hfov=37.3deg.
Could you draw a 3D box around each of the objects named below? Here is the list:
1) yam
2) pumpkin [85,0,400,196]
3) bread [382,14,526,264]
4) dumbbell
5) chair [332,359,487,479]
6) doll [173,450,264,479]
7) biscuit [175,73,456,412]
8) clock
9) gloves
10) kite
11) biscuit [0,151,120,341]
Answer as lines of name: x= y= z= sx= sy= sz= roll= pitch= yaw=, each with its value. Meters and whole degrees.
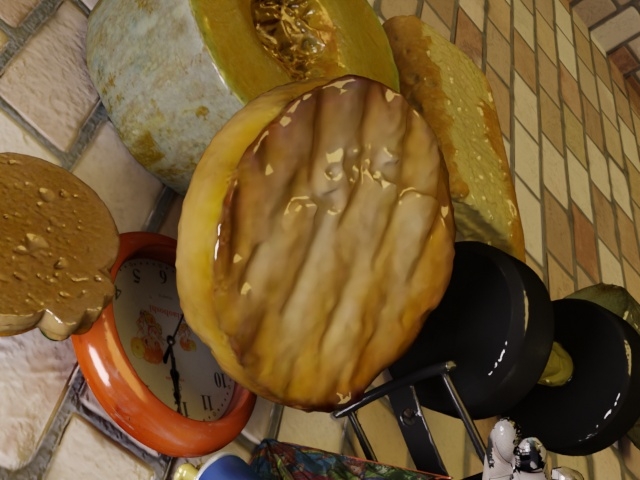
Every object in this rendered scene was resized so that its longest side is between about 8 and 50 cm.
yam: x=0.494 y=0.201 z=1.526 sx=0.268 sy=0.161 sz=0.161 roll=48 pitch=32 yaw=-14
pumpkin: x=-0.082 y=-0.184 z=1.010 sx=0.332 sy=0.199 sz=0.332 roll=27 pitch=51 yaw=-39
bread: x=0.161 y=-0.114 z=1.307 sx=0.237 sy=0.165 sz=0.375 roll=35 pitch=37 yaw=-39
dumbbell: x=0.246 y=0.140 z=1.171 sx=0.322 sy=0.204 sz=0.203 roll=25 pitch=44 yaw=-42
chair: x=0.098 y=0.264 z=0.898 sx=0.141 sy=0.155 sz=0.260 roll=-12 pitch=75 yaw=-58
doll: x=-0.053 y=0.209 z=0.752 sx=0.099 sy=0.143 sz=0.057 roll=17 pitch=91 yaw=-56
biscuit: x=0.000 y=0.000 z=0.838 sx=0.296 sy=0.102 sz=0.296 roll=-14 pitch=111 yaw=-40
clock: x=-0.131 y=0.087 z=0.817 sx=0.205 sy=0.051 sz=0.205 roll=37 pitch=36 yaw=-34
gloves: x=0.183 y=0.249 z=0.792 sx=0.111 sy=0.128 sz=0.212 roll=-1 pitch=77 yaw=-66
kite: x=-0.006 y=0.216 z=0.813 sx=0.189 sy=0.232 sz=0.009 roll=-139 pitch=-141 yaw=-56
biscuit: x=-0.228 y=0.013 z=0.718 sx=0.170 sy=0.050 sz=0.170 roll=19 pitch=43 yaw=-19
